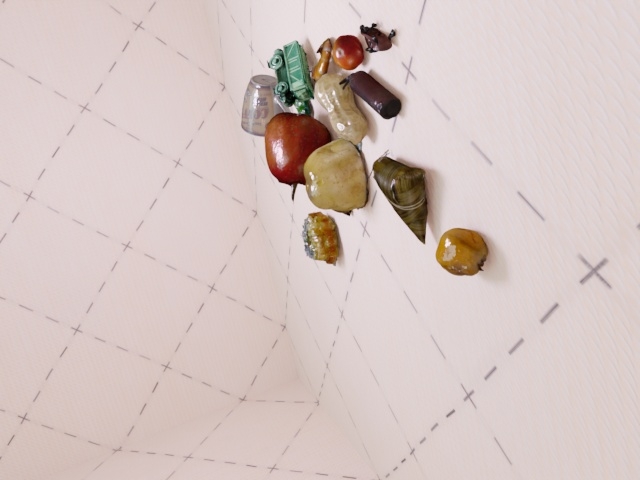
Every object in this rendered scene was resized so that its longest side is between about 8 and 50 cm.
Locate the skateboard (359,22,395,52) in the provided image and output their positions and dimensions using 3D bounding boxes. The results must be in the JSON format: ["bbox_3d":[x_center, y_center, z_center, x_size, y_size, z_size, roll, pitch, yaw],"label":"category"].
[{"bbox_3d":[0.161,-0.582,1.314,0.151,0.067,0.080,-119,11,-48],"label":"skateboard"}]

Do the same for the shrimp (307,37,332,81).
[{"bbox_3d":[-0.001,-0.658,1.677,0.249,0.068,0.150,-168,94,-75],"label":"shrimp"}]

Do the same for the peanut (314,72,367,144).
[{"bbox_3d":[0.075,-0.461,1.558,0.136,0.120,0.298,108,139,-67],"label":"peanut"}]

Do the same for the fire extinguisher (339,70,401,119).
[{"bbox_3d":[0.145,-0.461,1.402,0.072,0.089,0.267,28,-159,-46],"label":"fire extinguisher"}]

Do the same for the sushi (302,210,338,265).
[{"bbox_3d":[0.000,0.000,2.128,0.184,0.139,0.274,179,82,-73],"label":"sushi"}]

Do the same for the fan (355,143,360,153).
[{"bbox_3d":[0.114,-0.392,1.668,0.131,0.009,0.240,-160,55,-70],"label":"fan"}]

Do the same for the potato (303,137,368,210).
[{"bbox_3d":[0.042,-0.232,1.691,0.242,0.242,0.285,-165,60,-69],"label":"potato"}]

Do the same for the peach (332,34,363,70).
[{"bbox_3d":[0.086,-0.598,1.433,0.101,0.101,0.100,164,90,-72],"label":"peach"}]

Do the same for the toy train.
[{"bbox_3d":[-0.118,-0.663,1.815,0.115,0.154,0.269,45,-148,-67],"label":"toy train"}]

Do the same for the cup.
[{"bbox_3d":[-0.256,-0.663,2.243,0.301,0.227,0.257,31,138,22],"label":"cup"}]

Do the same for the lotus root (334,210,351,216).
[{"bbox_3d":[0.062,-0.178,1.880,0.190,0.108,0.094,53,-169,25],"label":"lotus root"}]

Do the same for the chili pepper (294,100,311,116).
[{"bbox_3d":[-0.099,-0.623,2.010,0.098,0.061,0.224,92,156,-55],"label":"chili pepper"}]

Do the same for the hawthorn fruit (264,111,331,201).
[{"bbox_3d":[-0.100,-0.343,1.862,0.285,0.285,0.369,171,100,-72],"label":"hawthorn fruit"}]

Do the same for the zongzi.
[{"bbox_3d":[0.241,-0.131,1.391,0.247,0.111,0.241,-129,22,-60],"label":"zongzi"}]

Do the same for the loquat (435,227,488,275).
[{"bbox_3d":[0.365,0.032,1.167,0.137,0.113,0.137,0,91,50],"label":"loquat"}]
